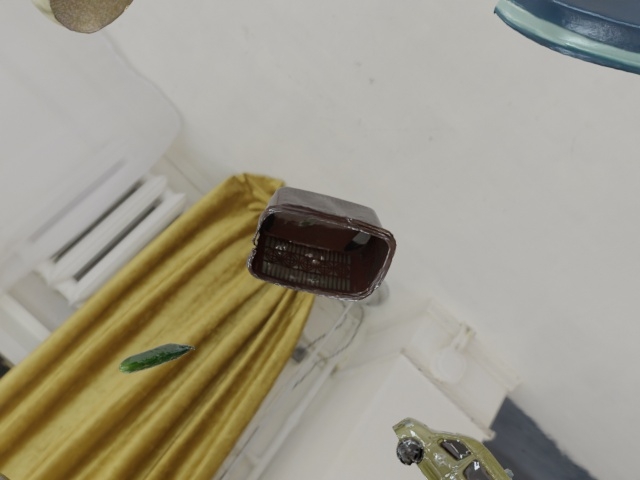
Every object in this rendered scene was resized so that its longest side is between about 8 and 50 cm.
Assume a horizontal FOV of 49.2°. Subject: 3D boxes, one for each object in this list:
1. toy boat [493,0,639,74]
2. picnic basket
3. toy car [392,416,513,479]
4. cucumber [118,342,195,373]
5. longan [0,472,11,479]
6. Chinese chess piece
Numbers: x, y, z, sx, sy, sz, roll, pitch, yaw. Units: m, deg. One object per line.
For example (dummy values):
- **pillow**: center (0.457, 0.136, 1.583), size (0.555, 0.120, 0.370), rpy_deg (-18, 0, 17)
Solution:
- **toy boat**: center (0.342, -0.244, 0.784), size (0.299, 0.096, 0.062), rpy_deg (19, 152, 19)
- **picnic basket**: center (0.000, 0.000, 1.488), size (0.297, 0.129, 0.222), rpy_deg (14, 127, -11)
- **toy car**: center (0.220, 0.363, 1.057), size (0.256, 0.124, 0.101), rpy_deg (52, 177, 14)
- **cucumber**: center (-0.308, 0.218, 1.309), size (0.037, 0.155, 0.037), rpy_deg (18, 113, 47)
- **longan**: center (-0.531, 0.426, 0.858), size (0.361, 0.361, 0.361), rpy_deg (25, 144, 20)
- **Chinese chess piece**: center (-0.231, -0.266, 0.683), size (0.051, 0.122, 0.122), rpy_deg (40, 148, 18)
